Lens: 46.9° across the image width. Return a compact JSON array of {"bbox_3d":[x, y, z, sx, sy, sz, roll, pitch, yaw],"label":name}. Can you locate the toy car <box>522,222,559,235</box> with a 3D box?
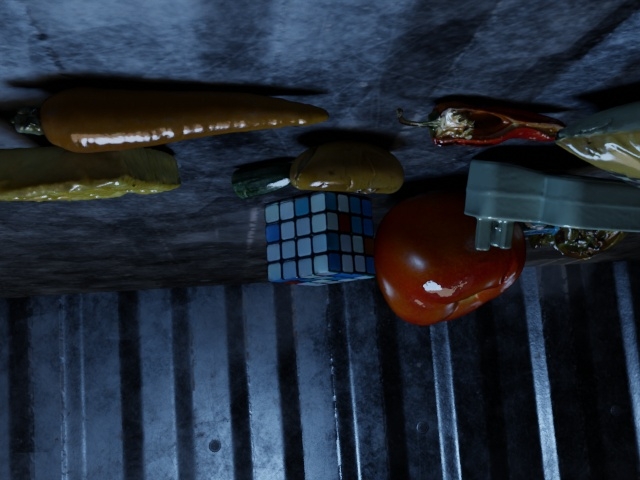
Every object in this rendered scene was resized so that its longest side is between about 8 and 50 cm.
[{"bbox_3d":[0.412,-0.062,1.378,0.126,0.098,0.161,-6,173,-2],"label":"toy car"}]

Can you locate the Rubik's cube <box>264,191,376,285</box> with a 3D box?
[{"bbox_3d":[0.000,0.000,1.401,0.155,0.154,0.151,-12,168,36],"label":"Rubik's cube"}]

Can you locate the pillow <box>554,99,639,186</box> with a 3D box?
[{"bbox_3d":[0.495,-0.124,0.932,0.312,0.119,0.310,-4,172,36],"label":"pillow"}]

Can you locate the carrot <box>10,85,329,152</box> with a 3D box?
[{"bbox_3d":[-0.150,-0.133,0.785,0.335,0.069,0.069,-5,172,-15],"label":"carrot"}]

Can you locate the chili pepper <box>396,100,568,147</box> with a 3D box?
[{"bbox_3d":[0.206,-0.146,0.918,0.267,0.059,0.050,-3,-150,-24],"label":"chili pepper"}]

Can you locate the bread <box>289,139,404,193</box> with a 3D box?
[{"bbox_3d":[0.040,-0.101,1.029,0.189,0.078,0.114,3,-171,-42],"label":"bread"}]

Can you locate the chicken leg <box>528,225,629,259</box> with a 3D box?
[{"bbox_3d":[0.531,-0.021,1.571,0.211,0.140,0.361,-10,169,-15],"label":"chicken leg"}]

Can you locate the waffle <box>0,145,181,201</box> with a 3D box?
[{"bbox_3d":[-0.286,-0.082,0.914,0.167,0.057,0.274,-6,-178,4],"label":"waffle"}]

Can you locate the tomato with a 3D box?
[{"bbox_3d":[0.222,0.023,1.358,0.298,0.226,0.299,-25,162,-9],"label":"tomato"}]

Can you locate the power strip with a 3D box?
[{"bbox_3d":[0.362,-0.047,1.177,0.260,0.141,0.229,4,-173,-12],"label":"power strip"}]

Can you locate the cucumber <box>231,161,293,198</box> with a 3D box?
[{"bbox_3d":[-0.078,-0.093,1.112,0.105,0.048,0.048,-9,170,27],"label":"cucumber"}]
